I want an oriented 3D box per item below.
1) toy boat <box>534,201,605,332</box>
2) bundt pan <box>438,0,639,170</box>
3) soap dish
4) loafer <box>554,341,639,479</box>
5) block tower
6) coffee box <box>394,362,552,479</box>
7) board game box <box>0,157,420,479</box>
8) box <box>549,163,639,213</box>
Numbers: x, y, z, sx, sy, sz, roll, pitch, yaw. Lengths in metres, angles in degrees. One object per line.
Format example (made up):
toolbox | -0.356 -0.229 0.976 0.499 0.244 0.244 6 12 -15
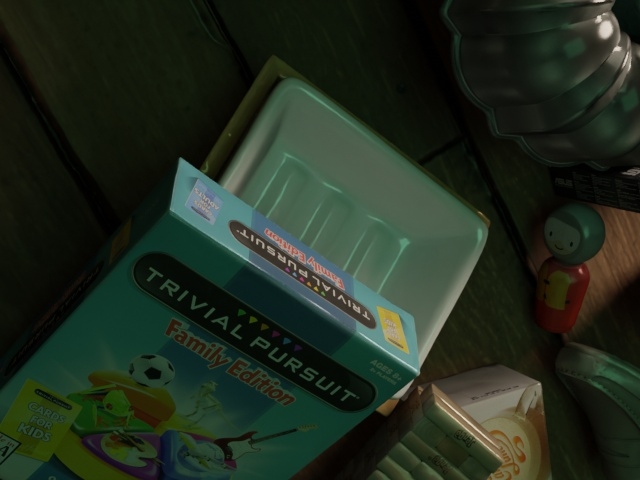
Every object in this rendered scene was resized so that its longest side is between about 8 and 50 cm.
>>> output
toy boat | 0.397 0.051 1.079 0.318 0.267 0.148 9 111 6
bundt pan | 0.281 -0.218 0.876 0.331 0.124 0.330 -4 102 -18
soap dish | 0.000 0.000 0.947 0.291 0.118 0.228 35 76 -22
loafer | 0.371 0.234 1.144 0.319 0.112 0.111 42 78 -24
block tower | 0.032 0.293 0.966 0.097 0.091 0.335 41 100 -5
coffee box | 0.173 0.276 1.076 0.141 0.098 0.246 -12 101 -19
board game box | -0.122 0.125 0.853 0.254 0.079 0.336 34 119 -23
box | 0.378 -0.084 1.062 0.184 0.191 0.045 -19 107 -18
